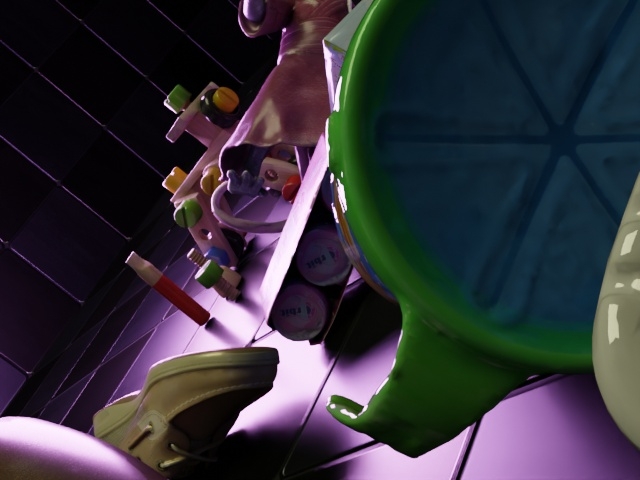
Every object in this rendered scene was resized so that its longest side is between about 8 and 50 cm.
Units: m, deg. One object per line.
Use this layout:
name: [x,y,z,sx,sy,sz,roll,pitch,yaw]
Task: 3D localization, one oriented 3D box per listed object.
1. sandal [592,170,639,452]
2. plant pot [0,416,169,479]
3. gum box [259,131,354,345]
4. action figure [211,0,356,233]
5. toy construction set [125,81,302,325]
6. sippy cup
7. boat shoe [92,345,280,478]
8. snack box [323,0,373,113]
sandal: [0.242,-0.076,0.458,0.416,0.169,0.102,-53,-26,-12]
plant pot: [-0.192,0.248,0.819,0.230,0.215,0.215,-10,39,46]
gum box: [0.000,0.000,1.005,0.107,0.062,0.188,-109,40,-74]
action figure: [0.009,-0.214,1.307,0.276,0.248,0.370,113,166,-58]
toy construction set: [-0.166,-0.072,1.455,0.309,0.237,0.257,-57,16,-28]
sippy cup: [0.104,-0.040,0.606,0.305,0.240,0.224,-27,-2,-12]
boat shoe: [-0.129,0.178,0.997,0.302,0.109,0.098,-34,60,46]
snack box: [0.087,-0.182,1.073,0.174,0.070,0.207,-48,-23,-18]
